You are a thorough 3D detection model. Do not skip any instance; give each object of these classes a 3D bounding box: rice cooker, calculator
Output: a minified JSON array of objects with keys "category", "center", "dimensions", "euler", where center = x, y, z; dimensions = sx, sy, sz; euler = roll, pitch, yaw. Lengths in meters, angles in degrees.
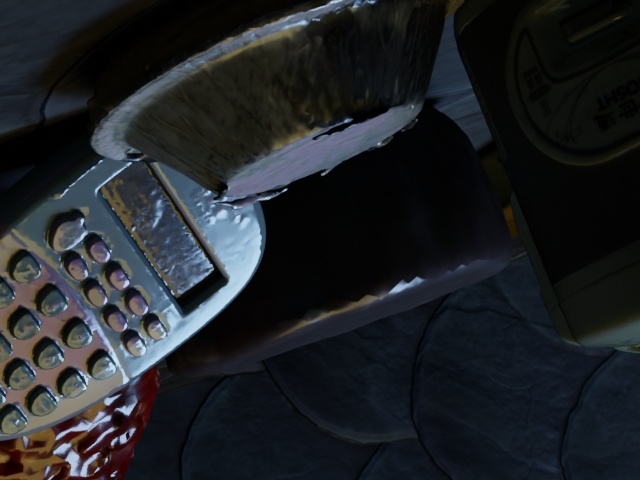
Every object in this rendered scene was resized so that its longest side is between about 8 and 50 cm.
[{"category":"rice cooker","center":[0.235,-0.075,1.168],"dimensions":[0.288,0.277,0.288],"euler":[-19,174,-2]},{"category":"calculator","center":[-0.132,0.011,1.245],"dimensions":[0.299,0.041,0.185],"euler":[-40,138,-8]}]

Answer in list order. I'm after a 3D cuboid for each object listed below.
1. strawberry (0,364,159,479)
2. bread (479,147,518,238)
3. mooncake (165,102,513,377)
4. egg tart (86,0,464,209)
[{"category":"strawberry","center":[-0.271,0.125,1.416],"dimensions":[0.292,0.292,0.343],"euler":[-18,154,-23]},{"category":"bread","center":[0.199,-0.052,2.093],"dimensions":[0.138,0.077,0.361],"euler":[-17,172,-24]},{"category":"mooncake","center":[0.000,0.000,1.572],"dimensions":[0.306,0.154,0.306],"euler":[-21,172,-3]},{"category":"egg tart","center":[-0.016,-0.086,1.102],"dimensions":[0.234,0.094,0.234],"euler":[-23,171,-4]}]
